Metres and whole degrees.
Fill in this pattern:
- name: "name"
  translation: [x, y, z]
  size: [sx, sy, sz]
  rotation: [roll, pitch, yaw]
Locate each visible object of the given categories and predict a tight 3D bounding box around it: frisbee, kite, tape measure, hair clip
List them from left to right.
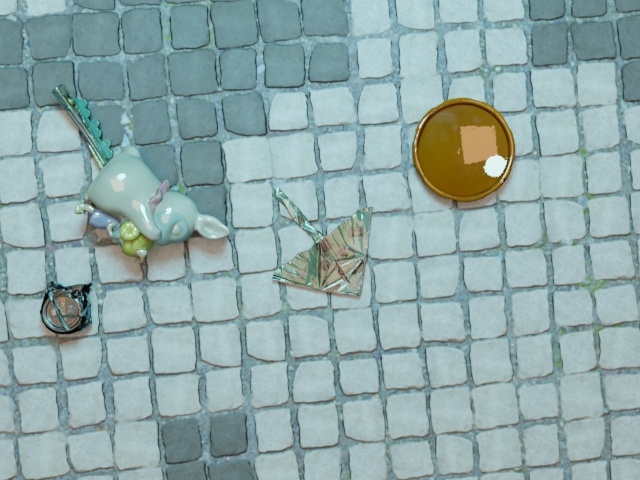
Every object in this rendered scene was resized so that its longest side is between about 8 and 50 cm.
- name: "tape measure"
  translation: [-0.451, 0.119, 1.323]
  size: [0.091, 0.054, 0.094]
  rotation: [3, 84, -2]
- name: "hair clip"
  translation: [-0.415, -0.203, 1.329]
  size: [0.049, 0.049, 0.173]
  rotation: [-31, 97, -3]
- name: "kite"
  translation: [0.000, 0.000, 1.371]
  size: [0.229, 0.012, 0.250]
  rotation: [-38, 92, -6]
- name: "frisbee"
  translation: [0.261, -0.166, 1.373]
  size: [0.192, 0.035, 0.192]
  rotation: [0, 90, -4]

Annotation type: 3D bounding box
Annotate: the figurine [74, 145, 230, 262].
- name: "figurine"
  translation: [-0.287, -0.037, 1.299]
  size: [0.235, 0.127, 0.155]
  rotation: [37, 70, -6]
